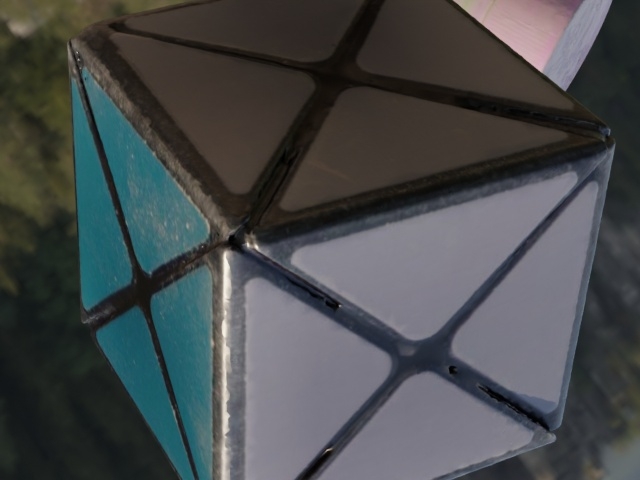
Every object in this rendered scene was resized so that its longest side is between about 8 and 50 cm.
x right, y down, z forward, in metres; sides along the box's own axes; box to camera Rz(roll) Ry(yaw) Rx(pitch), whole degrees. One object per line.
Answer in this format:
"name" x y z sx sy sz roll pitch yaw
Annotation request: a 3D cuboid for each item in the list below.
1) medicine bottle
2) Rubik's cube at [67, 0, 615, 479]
"medicine bottle" 0.124 -0.267 1.594 0.202 0.316 0.202 -53 165 -20
"Rubik's cube" 0.000 0.000 0.974 0.255 0.260 0.259 -18 129 -24
